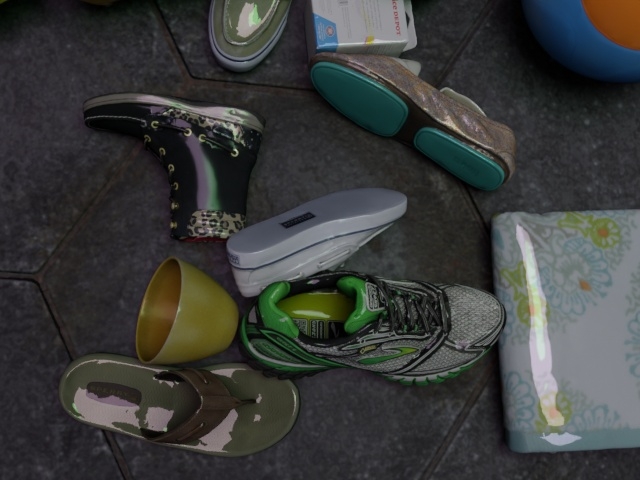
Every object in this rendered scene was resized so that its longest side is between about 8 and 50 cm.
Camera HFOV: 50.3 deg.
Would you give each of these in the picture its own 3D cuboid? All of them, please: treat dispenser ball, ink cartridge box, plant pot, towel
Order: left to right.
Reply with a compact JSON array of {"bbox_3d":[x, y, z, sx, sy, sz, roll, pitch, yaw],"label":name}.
[{"bbox_3d":[-0.160,0.096,0.854,0.095,0.134,0.134,18,80,-30],"label":"plant pot"},{"bbox_3d":[0.055,-0.294,0.940,0.143,0.090,0.092,-5,83,-8],"label":"ink cartridge box"},{"bbox_3d":[0.422,0.118,0.932,0.375,0.090,0.320,-1,79,-7],"label":"towel"},{"bbox_3d":[0.409,-0.352,0.890,0.288,0.288,0.288,1,82,-7],"label":"treat dispenser ball"}]

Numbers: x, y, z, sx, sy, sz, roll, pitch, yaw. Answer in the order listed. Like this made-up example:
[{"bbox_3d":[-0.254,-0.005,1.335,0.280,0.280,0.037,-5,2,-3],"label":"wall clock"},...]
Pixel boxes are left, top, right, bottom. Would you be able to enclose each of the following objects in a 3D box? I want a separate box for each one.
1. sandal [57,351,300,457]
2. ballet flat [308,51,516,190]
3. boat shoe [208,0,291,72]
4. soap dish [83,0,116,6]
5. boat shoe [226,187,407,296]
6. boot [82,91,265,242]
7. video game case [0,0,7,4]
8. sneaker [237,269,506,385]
[{"bbox_3d":[-0.176,0.207,0.847,0.303,0.086,0.120,6,82,-6],"label":"sandal"},{"bbox_3d":[0.133,-0.183,0.941,0.316,0.107,0.106,32,61,-7],"label":"ballet flat"},{"bbox_3d":[-0.079,-0.380,0.933,0.109,0.094,0.302,18,81,-4],"label":"boat shoe"},{"bbox_3d":[-0.203,-0.432,0.867,0.291,0.118,0.228,-11,71,10],"label":"soap dish"},{"bbox_3d":[0.000,0.000,0.902,0.258,0.095,0.084,-18,121,-19],"label":"boat shoe"},{"bbox_3d":[-0.196,-0.092,0.887,0.237,0.085,0.178,5,84,-6],"label":"boot"},{"bbox_3d":[-0.528,-0.375,0.877,0.248,0.035,0.274,-32,72,-9],"label":"video game case"},{"bbox_3d":[0.076,0.106,0.842,0.344,0.146,0.134,-3,66,-15],"label":"sneaker"}]
